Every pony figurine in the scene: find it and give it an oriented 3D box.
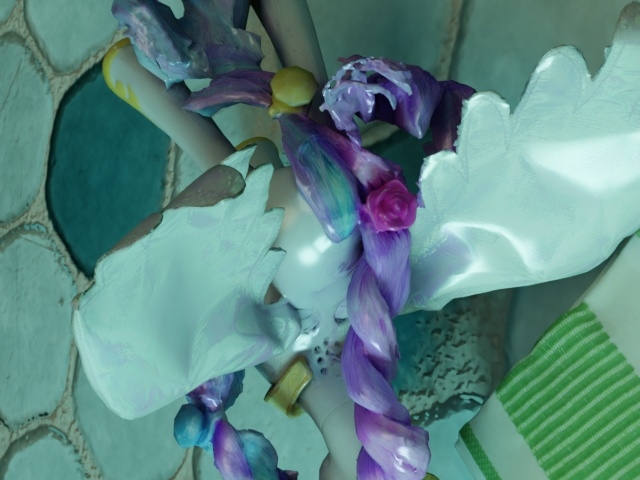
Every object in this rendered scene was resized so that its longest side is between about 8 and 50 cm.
[{"bbox_3d":[0.000,0.000,0.713,0.351,0.303,0.363,95,153,-49],"label":"pony figurine"}]

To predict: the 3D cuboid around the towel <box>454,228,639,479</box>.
[{"bbox_3d":[0.209,0.075,0.635,0.325,0.038,0.248,-55,42,26],"label":"towel"}]
